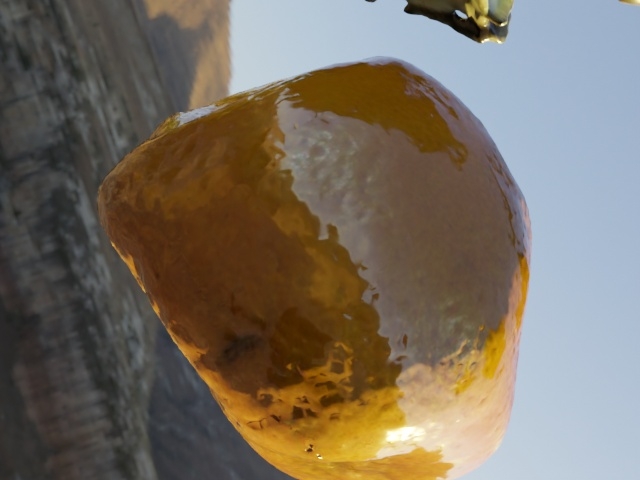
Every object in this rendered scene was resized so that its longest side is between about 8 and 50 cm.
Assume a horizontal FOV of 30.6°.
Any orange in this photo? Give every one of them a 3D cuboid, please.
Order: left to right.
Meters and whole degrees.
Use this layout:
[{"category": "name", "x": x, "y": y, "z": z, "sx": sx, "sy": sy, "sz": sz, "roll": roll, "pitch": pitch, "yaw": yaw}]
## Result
[{"category": "orange", "x": 0.016, "y": 0.018, "z": 0.593, "sx": 0.249, "sy": 0.183, "sz": 0.249, "roll": 54, "pitch": -6, "yaw": 9}]

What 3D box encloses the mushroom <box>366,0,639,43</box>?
[{"category": "mushroom", "x": 0.073, "y": -0.227, "z": 0.581, "sx": 0.267, "sy": 0.189, "sz": 0.164, "roll": 29, "pitch": -29, "yaw": 34}]
